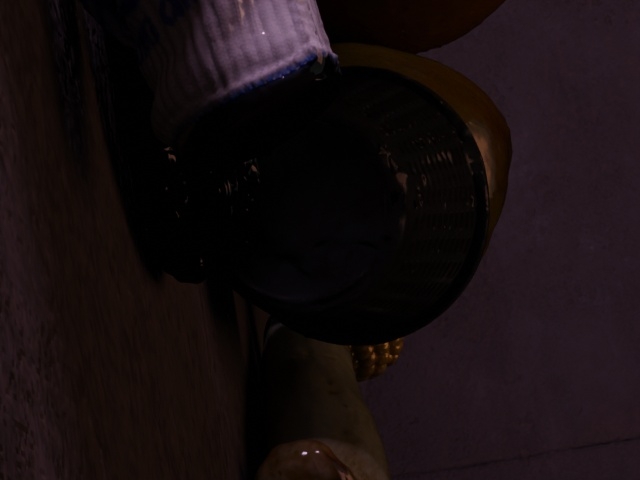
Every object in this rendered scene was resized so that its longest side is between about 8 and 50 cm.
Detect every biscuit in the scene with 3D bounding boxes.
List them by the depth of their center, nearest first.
[{"bbox_3d":[-0.062,-0.076,0.855,0.194,0.053,0.195,-10,90,-88],"label":"biscuit"}]

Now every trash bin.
[{"bbox_3d":[0.005,-0.017,1.118,0.161,0.175,0.175,-17,97,-77],"label":"trash bin"}]

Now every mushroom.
[{"bbox_3d":[-0.001,0.123,1.194,0.312,0.081,0.100,-97,-177,-74],"label":"mushroom"}]

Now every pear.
[{"bbox_3d":[0.033,-0.045,1.304,0.200,0.200,0.200,-10,90,-88],"label":"pear"}]

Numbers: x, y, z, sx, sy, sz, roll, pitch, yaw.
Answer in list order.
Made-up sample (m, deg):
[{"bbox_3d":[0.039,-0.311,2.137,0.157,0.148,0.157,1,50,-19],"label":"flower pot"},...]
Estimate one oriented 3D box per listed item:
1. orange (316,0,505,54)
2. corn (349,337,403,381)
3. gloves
[{"bbox_3d":[0.036,-0.260,1.372,0.274,0.274,0.274,-10,90,-88],"label":"orange"},{"bbox_3d":[0.000,0.000,1.525,0.093,0.093,0.244,-94,167,-69],"label":"corn"},{"bbox_3d":[-0.055,-0.139,0.720,0.119,0.097,0.229,-47,-131,53],"label":"gloves"}]
